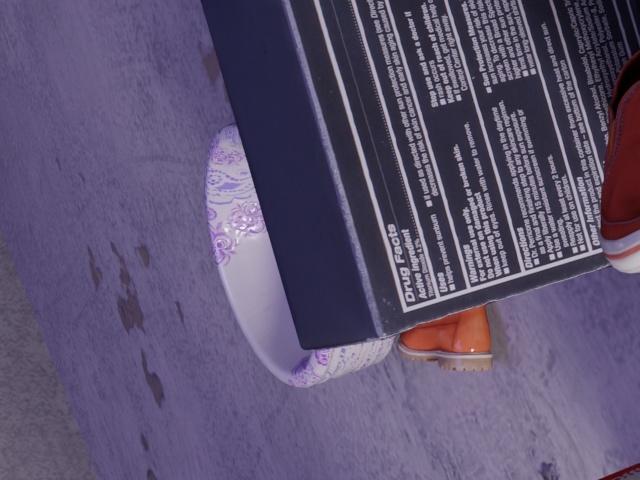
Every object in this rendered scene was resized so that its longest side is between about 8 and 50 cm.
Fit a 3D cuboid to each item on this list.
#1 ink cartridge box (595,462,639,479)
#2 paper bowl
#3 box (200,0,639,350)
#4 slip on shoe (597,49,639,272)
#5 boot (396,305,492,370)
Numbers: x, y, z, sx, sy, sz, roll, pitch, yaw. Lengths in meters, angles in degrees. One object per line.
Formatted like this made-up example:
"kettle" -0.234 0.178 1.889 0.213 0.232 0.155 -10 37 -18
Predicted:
"ink cartridge box" 0.293 0.202 1.289 0.231 0.134 0.078 3 109 66
"paper bowl" 0.000 0.000 1.825 0.284 0.148 0.284 46 144 49
"box" 0.100 -0.098 1.333 0.183 0.294 0.296 -18 87 68
"slip on shoe" 0.230 -0.058 1.125 0.331 0.123 0.101 -62 -46 -69
"boot" 0.123 0.080 1.726 0.158 0.059 0.084 -178 85 -66
